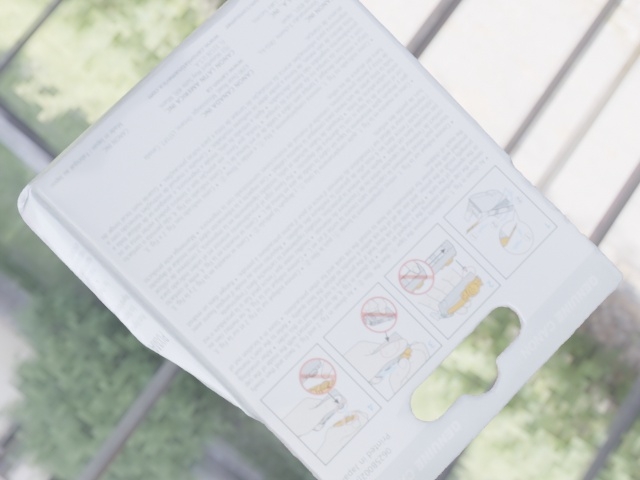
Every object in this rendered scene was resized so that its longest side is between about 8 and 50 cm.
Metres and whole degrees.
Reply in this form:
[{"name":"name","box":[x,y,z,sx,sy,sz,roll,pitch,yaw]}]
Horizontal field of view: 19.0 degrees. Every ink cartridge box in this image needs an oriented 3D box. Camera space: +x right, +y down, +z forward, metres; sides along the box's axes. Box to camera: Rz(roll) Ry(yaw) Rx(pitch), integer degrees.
[{"name":"ink cartridge box","box":[0.000,0.000,0.932,0.232,0.189,0.066,47,162,-3]}]
